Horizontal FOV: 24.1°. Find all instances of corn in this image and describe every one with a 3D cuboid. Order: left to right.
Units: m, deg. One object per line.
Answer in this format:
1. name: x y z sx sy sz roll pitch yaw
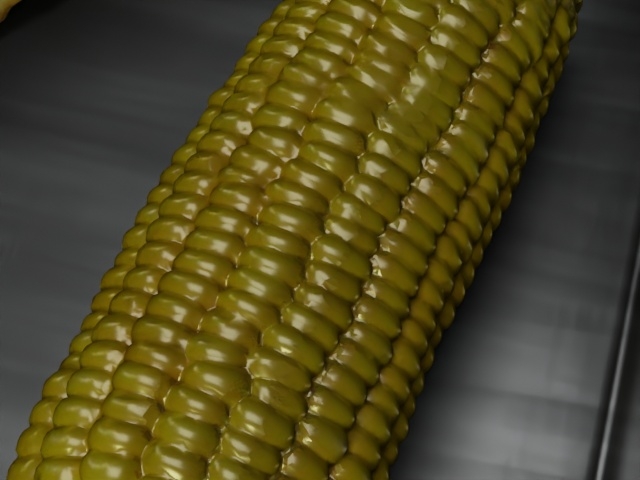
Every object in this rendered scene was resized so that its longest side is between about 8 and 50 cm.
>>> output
1. corn: 0.000 0.000 0.575 0.131 0.131 0.344 19 64 19

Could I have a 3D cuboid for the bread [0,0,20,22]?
1. bread: -0.180 -0.270 0.711 0.279 0.207 0.279 -28 59 -8
